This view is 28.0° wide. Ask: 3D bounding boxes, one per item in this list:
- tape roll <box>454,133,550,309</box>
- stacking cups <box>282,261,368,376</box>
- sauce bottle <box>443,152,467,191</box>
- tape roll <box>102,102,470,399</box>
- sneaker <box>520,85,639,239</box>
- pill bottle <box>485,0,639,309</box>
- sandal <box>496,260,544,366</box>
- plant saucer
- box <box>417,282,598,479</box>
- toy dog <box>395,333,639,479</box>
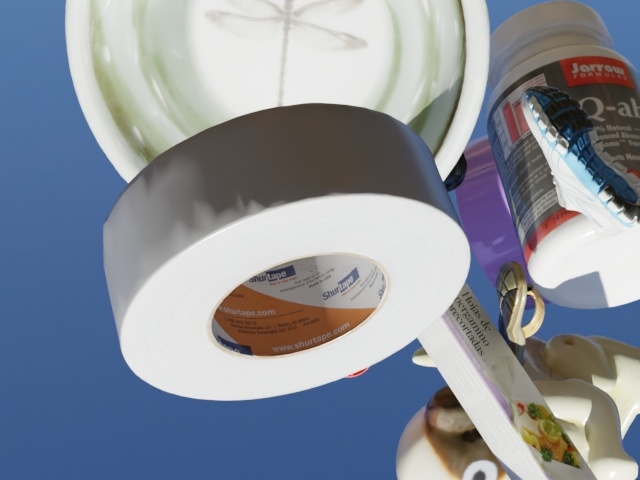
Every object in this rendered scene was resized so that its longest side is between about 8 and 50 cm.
[{"bbox_3d":[0.310,-0.038,1.946,0.090,0.275,0.275,-22,-158,31],"label":"tape roll"},{"bbox_3d":[-0.002,0.096,1.708,0.096,0.096,0.316,-6,-159,-8],"label":"stacking cups"},{"bbox_3d":[0.070,-0.061,1.470,0.111,0.111,0.344,16,-160,24],"label":"sauce bottle"},{"bbox_3d":[-0.022,0.013,0.794,0.219,0.219,0.072,-9,-124,-13],"label":"tape roll"},{"bbox_3d":[0.269,-0.079,1.388,0.071,0.083,0.191,-27,-102,-36],"label":"sneaker"},{"bbox_3d":[0.325,-0.114,1.621,0.210,0.210,0.363,-6,-124,-8],"label":"pill bottle"},{"bbox_3d":[0.232,0.084,1.472,0.049,0.180,0.072,-11,-129,1],"label":"sandal"},{"bbox_3d":[-0.036,-0.187,1.192,0.400,0.401,0.100,9,-161,14],"label":"plant saucer"},{"bbox_3d":[0.205,0.179,1.469,0.063,0.067,0.324,-26,-103,-34],"label":"box"},{"bbox_3d":[0.266,0.266,1.799,0.395,0.285,0.408,39,-151,17],"label":"toy dog"}]
